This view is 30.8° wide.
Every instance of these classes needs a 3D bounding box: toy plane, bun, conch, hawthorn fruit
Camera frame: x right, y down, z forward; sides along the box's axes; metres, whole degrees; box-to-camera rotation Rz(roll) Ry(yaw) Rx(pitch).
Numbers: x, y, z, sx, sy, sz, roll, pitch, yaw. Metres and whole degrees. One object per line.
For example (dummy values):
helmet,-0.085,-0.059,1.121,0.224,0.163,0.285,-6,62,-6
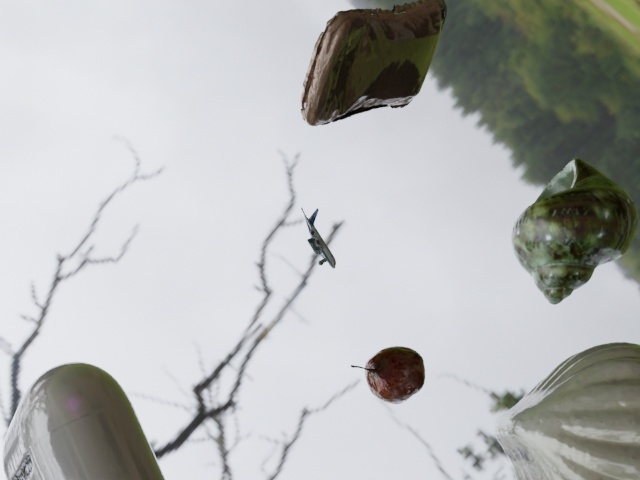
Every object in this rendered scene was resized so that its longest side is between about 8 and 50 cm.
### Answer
toy plane,-0.003,0.000,1.333,0.078,0.024,0.084,64,-173,-58
bun,0.288,0.232,1.326,0.175,0.263,0.263,12,-163,-6
conch,0.310,-0.011,1.451,0.124,0.181,0.187,51,159,-2
hawthorn fruit,0.073,0.146,1.294,0.103,0.067,0.067,21,-156,-52

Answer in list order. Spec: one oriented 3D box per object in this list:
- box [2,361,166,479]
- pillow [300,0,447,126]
box,-0.276,0.338,1.434,0.141,0.288,0.349,-18,-109,-30
pillow,0.059,-0.189,1.221,0.034,0.135,0.211,37,-148,27
